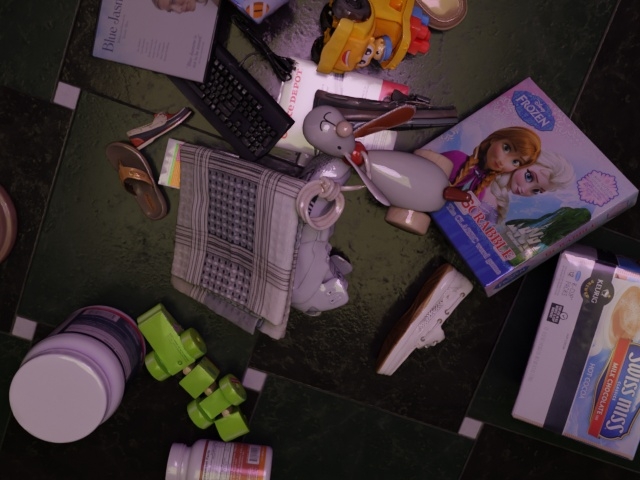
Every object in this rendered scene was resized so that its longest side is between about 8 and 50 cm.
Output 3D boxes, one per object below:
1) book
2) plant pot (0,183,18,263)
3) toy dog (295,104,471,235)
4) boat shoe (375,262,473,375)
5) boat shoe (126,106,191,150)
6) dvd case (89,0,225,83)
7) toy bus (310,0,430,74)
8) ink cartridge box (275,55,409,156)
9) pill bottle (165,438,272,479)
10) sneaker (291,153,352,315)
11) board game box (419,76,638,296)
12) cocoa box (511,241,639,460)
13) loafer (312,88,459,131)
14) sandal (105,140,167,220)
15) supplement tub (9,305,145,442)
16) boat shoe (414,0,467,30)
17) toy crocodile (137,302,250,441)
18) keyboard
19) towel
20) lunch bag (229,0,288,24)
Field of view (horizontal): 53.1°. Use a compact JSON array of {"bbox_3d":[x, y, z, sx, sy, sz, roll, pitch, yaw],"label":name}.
[{"bbox_3d":[-0.244,-0.144,1.296,0.144,0.035,0.096,14,98,-6],"label":"book"},{"bbox_3d":[-0.737,-0.031,1.259,0.238,0.110,0.237,0,100,-1],"label":"plant pot"},{"bbox_3d":[0.132,-0.117,1.095,0.334,0.161,0.220,1,95,-39],"label":"toy dog"},{"bbox_3d":[0.221,0.183,1.344,0.096,0.098,0.277,35,96,-7],"label":"boat shoe"},{"bbox_3d":[-0.320,-0.230,1.268,0.137,0.049,0.043,-30,104,10],"label":"boat shoe"},{"bbox_3d":[-0.308,-0.411,1.207,0.253,0.022,0.180,16,101,14],"label":"dvd case"},{"bbox_3d":[0.107,-0.387,1.172,0.212,0.149,0.220,21,58,-12],"label":"toy bus"},{"bbox_3d":[0.032,-0.244,1.252,0.237,0.100,0.171,13,100,-5],"label":"ink cartridge box"},{"bbox_3d":[-0.216,0.493,1.375,0.216,0.121,0.121,7,101,-3],"label":"pill bottle"},{"bbox_3d":[0.000,0.000,1.255,0.210,0.137,0.365,32,120,-12],"label":"sneaker"},{"bbox_3d":[0.359,-0.108,1.219,0.318,0.066,0.318,-34,62,4],"label":"board game box"},{"bbox_3d":[0.545,0.200,1.262,0.228,0.231,0.346,17,101,20],"label":"cocoa box"},{"bbox_3d":[0.117,-0.241,1.161,0.268,0.096,0.084,-4,95,-2],"label":"loafer"},{"bbox_3d":[-0.369,-0.116,1.279,0.072,0.049,0.180,-21,104,23],"label":"sandal"},{"bbox_3d":[-0.460,0.250,1.240,0.191,0.272,0.191,0,101,-2],"label":"supplement tub"},{"bbox_3d":[0.164,-0.546,1.194,0.122,0.110,0.341,-37,100,5],"label":"boat shoe"},{"bbox_3d":[-0.260,0.281,1.351,0.115,0.105,0.340,-38,96,5],"label":"toy crocodile"},{"bbox_3d":[-0.168,-0.316,1.203,0.317,0.033,0.201,46,106,9],"label":"keyboard"},{"bbox_3d":[-0.171,0.003,1.210,0.312,0.056,0.324,22,114,29],"label":"towel"},{"bbox_3d":[-0.172,-0.528,1.111,0.115,0.243,0.303,-37,114,18],"label":"lunch bag"}]
